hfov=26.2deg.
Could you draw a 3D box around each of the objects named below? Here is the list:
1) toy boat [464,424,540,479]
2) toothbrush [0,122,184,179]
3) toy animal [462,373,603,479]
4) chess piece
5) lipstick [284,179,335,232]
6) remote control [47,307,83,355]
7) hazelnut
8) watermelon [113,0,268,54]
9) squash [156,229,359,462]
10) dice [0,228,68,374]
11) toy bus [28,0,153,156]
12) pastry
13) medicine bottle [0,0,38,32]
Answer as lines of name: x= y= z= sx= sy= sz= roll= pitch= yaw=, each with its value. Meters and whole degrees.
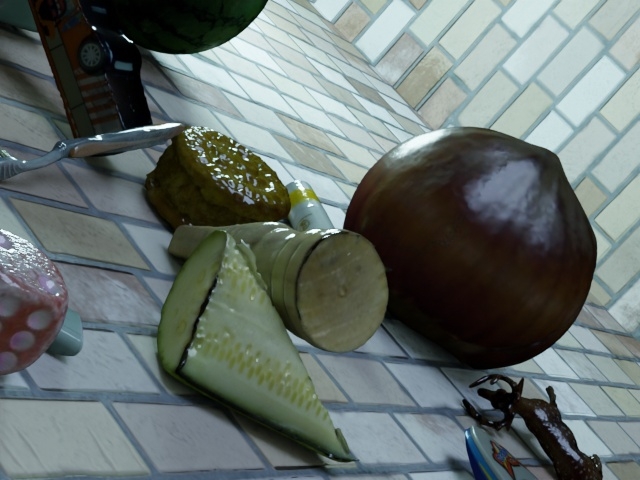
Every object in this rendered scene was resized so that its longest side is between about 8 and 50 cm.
toy boat: x=0.278 y=0.346 z=1.736 sx=0.295 sy=0.088 sz=0.129 roll=50 pitch=16 yaw=26
toothbrush: x=-0.269 y=-0.109 z=1.594 sx=0.037 sy=0.028 sz=0.375 roll=40 pitch=28 yaw=18
toy animal: x=0.340 y=0.285 z=2.081 sx=0.243 sy=0.087 sz=0.260 roll=44 pitch=12 yaw=13
chess piece: x=-0.061 y=0.037 z=1.576 sx=0.137 sy=0.137 sz=0.301 roll=31 pitch=-11 yaw=-37
lipstick: x=0.000 y=0.000 z=2.064 sx=0.059 sy=0.059 sz=0.264 roll=32 pitch=19 yaw=-35
remote control: x=-0.288 y=0.048 z=1.248 sx=0.166 sy=0.029 sz=0.065 roll=34 pitch=18 yaw=-28
hazelnut: x=0.240 y=0.013 z=2.152 sx=0.409 sy=0.359 sz=0.359 roll=28 pitch=18 yaw=-16
watermelon: x=-0.235 y=-0.471 z=2.273 sx=0.363 sy=0.363 sz=0.363 roll=39 pitch=15 yaw=-13
squash: x=-0.053 y=0.122 z=1.485 sx=0.252 sy=0.169 sz=0.093 roll=32 pitch=-26 yaw=-31
dice: x=-0.275 y=0.050 z=1.153 sx=0.094 sy=0.093 sz=0.091 roll=27 pitch=21 yaw=-41
toy bus: x=-0.313 y=-0.306 z=1.741 sx=0.093 sy=0.092 sz=0.409 roll=-8 pitch=78 yaw=-66
pastry: x=-0.131 y=-0.061 z=1.789 sx=0.188 sy=0.103 sz=0.189 roll=32 pitch=20 yaw=-13
medicine bottle: x=-0.425 y=-0.363 z=1.842 sx=0.139 sy=0.139 sz=0.225 roll=47 pitch=16 yaw=18
